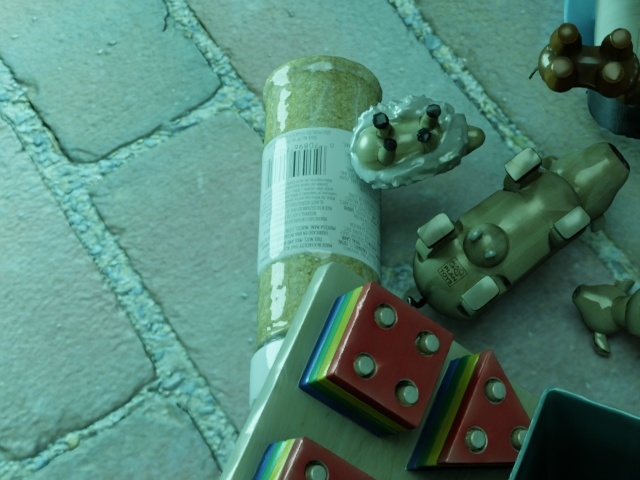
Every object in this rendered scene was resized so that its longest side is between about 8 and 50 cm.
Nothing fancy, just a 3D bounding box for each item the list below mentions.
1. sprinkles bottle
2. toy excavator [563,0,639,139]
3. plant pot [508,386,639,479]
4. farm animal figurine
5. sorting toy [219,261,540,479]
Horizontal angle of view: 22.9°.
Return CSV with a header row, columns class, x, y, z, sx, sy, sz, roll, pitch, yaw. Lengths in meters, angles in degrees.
class,x,y,z,sx,sy,sz,roll,pitch,yaw
sprinkles bottle,0.000,0.000,1.472,0.121,0.121,0.355,-2,60,5
toy excavator,0.324,-0.332,1.613,0.432,0.222,0.445,2,46,7
plant pot,0.221,0.258,1.234,0.165,0.234,0.165,19,63,15
farm animal figurine,0.224,-0.010,1.425,0.326,0.172,0.330,-20,80,2
sorting toy,0.071,0.182,1.298,0.255,0.089,0.257,34,62,-19
